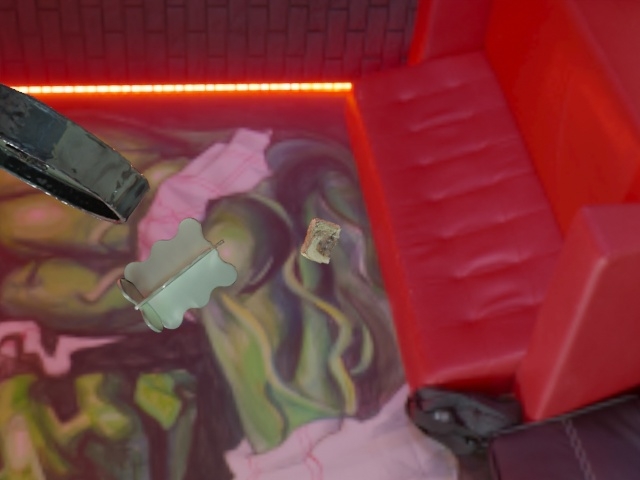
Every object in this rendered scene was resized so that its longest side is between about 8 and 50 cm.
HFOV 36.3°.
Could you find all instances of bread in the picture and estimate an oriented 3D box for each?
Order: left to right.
[{"bbox_3d":[0.000,0.000,1.922,0.035,0.070,0.083,30,97,52],"label":"bread"}]

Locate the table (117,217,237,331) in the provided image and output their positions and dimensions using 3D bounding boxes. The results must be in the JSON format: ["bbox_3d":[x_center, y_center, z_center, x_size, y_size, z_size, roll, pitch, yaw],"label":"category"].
[{"bbox_3d":[-0.284,0.068,1.984,0.166,0.198,0.166,49,-169,-13],"label":"table"}]

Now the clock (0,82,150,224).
[{"bbox_3d":[-0.379,-0.125,1.277,0.067,0.325,0.325,-62,3,-11],"label":"clock"}]
